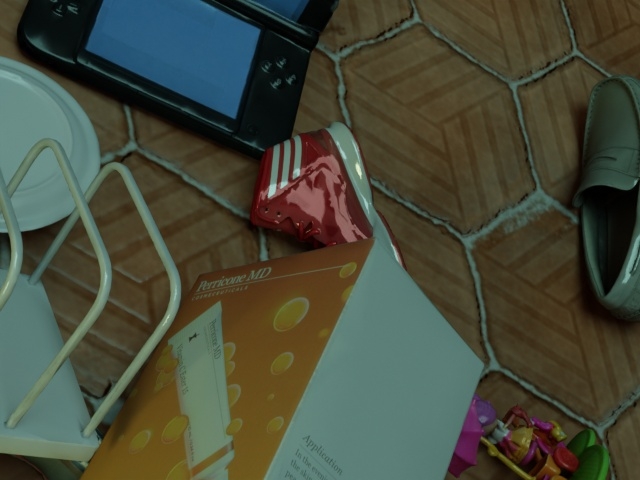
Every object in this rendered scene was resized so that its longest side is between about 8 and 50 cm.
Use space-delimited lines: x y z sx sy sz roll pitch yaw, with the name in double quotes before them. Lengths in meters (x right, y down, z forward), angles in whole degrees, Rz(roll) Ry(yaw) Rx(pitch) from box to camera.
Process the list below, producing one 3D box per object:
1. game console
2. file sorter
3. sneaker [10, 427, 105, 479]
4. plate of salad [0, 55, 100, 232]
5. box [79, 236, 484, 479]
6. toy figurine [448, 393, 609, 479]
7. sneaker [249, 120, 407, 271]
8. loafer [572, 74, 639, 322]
"game console" -0.111 -0.262 1.070 0.293 0.173 0.250 23 57 -18
"file sorter" -0.263 0.016 0.759 0.277 0.173 0.193 18 30 -42
"sneaker" -0.196 0.173 0.871 0.158 0.065 0.061 33 54 -12
"plate of salad" -0.294 -0.085 0.954 0.199 0.048 0.200 16 49 -19
"box" -0.048 0.191 0.830 0.168 0.215 0.345 49 49 -28
"toy figurine" 0.182 0.199 1.064 0.159 0.130 0.173 36 31 1
"sneaker" 0.000 0.000 1.082 0.128 0.087 0.221 -17 78 -15
"loafer" 0.357 -0.061 1.283 0.111 0.112 0.320 16 60 -33
